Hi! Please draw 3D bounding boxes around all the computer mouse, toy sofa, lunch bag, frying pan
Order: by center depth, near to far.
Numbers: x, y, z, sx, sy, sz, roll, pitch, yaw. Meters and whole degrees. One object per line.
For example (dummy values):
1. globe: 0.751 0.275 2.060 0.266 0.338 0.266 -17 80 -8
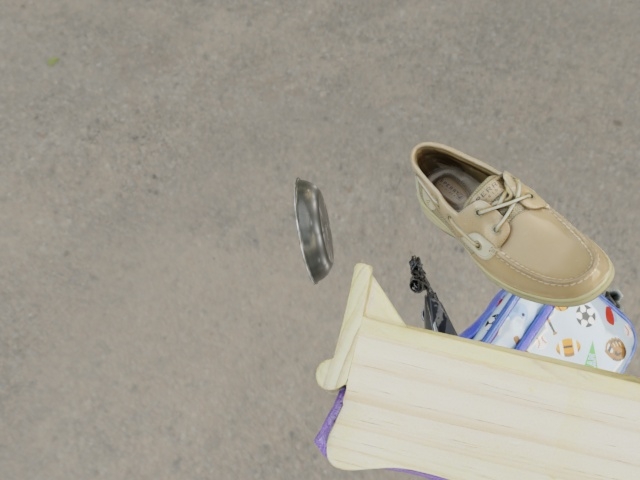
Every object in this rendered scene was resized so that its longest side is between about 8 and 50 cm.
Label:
1. toy sofa: 0.179 0.154 0.625 0.363 0.150 0.177 12 78 6
2. lunch bag: 0.346 0.191 1.077 0.243 0.115 0.303 43 72 -6
3. frying pan: 0.001 0.021 1.249 0.053 0.326 0.197 -10 50 8
4. computer mouse: 0.218 0.165 1.271 0.060 0.184 0.261 -25 73 4

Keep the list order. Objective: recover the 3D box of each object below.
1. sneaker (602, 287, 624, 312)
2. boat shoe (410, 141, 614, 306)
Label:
1. sneaker: 0.493 0.144 1.271 0.229 0.132 0.086 -27 78 -31
2. boat shoe: 0.235 -0.031 0.901 0.122 0.110 0.341 -42 43 -8
